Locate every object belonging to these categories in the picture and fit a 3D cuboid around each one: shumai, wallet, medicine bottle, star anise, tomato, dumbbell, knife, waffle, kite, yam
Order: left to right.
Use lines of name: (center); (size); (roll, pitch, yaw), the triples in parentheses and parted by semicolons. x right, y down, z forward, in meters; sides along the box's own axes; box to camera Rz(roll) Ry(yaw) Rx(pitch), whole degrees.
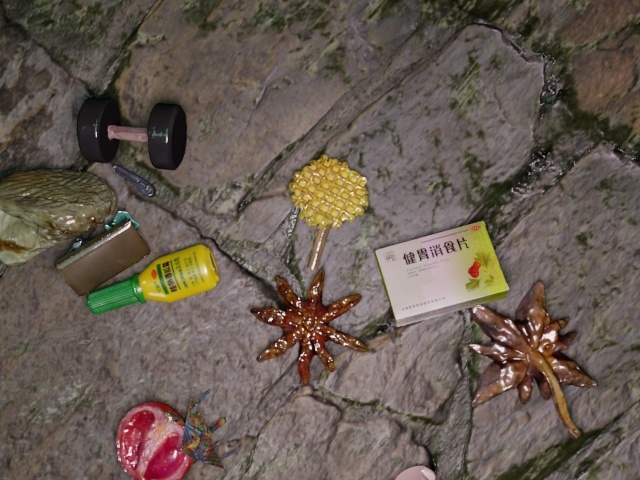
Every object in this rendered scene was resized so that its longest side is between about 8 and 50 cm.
shumai: (-0.612, -0.044, 1.629); (0.272, 0.222, 0.203); (8, 123, -4)
wallet: (-0.501, 0.039, 1.630); (0.198, 0.031, 0.110); (-33, 127, -7)
dumbbell: (-0.431, -0.247, 1.622); (0.218, 0.152, 0.152); (6, 87, 3)
knife: (-0.446, -0.143, 1.683); (0.121, 0.018, 0.031); (32, 87, 5)
medicine bottle: (-0.391, 0.102, 1.640); (0.309, 0.076, 0.111); (-19, 79, 2)
tomato: (-0.365, 0.465, 1.608); (0.189, 0.099, 0.173); (36, 93, 15)
kite: (-0.260, 0.437, 1.583); (0.010, 0.160, 0.182); (-23, 91, 33)
star anise: (-0.026, 0.202, 1.615); (0.289, 0.088, 0.288); (0, 89, 1)
yam: (0.000, 0.000, 1.650); (0.032, 0.032, 0.145); (17, 89, 3)
waffle: (0.019, -0.110, 1.634); (0.191, 0.038, 0.191); (1, 70, -2)
star anise: (0.475, 0.266, 1.580); (0.293, 0.109, 0.349); (0, 86, 10)

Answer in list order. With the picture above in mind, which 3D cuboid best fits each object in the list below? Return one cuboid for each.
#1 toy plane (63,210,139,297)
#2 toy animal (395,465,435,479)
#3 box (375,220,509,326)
toy plane: (-0.532, 0.022, 1.657); (0.096, 0.060, 0.235); (37, 92, -17)
toy animal: (0.228, 0.618, 1.580); (0.124, 0.124, 0.212); (-15, 108, 1)
box: (0.272, 0.075, 1.593); (0.261, 0.062, 0.175); (-16, 66, 2)
